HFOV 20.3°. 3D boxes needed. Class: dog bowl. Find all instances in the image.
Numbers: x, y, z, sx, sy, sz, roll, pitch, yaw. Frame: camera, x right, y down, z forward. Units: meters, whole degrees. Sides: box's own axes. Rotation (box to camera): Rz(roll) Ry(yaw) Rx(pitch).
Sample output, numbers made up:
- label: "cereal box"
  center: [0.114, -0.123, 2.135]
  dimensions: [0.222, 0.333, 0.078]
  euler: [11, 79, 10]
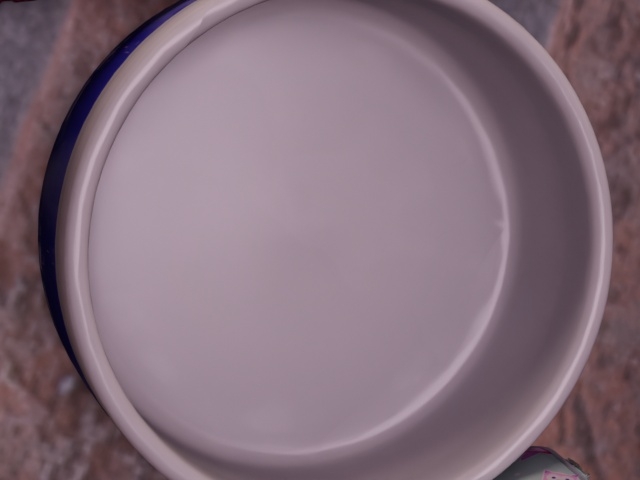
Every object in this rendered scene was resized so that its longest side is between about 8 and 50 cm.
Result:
- label: "dog bowl"
  center: [0.000, 0.000, 0.859]
  dimensions: [0.265, 0.104, 0.265]
  euler: [-2, 97, -17]

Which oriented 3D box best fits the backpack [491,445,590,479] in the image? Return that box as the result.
- label: "backpack"
  center: [0.097, 0.196, 0.838]
  dimensions: [0.166, 0.188, 0.144]
  euler: [-25, 120, -15]

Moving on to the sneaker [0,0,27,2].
- label: "sneaker"
  center: [-0.075, -0.181, 0.856]
  dimensions: [0.252, 0.103, 0.111]
  euler: [-8, 93, -16]
